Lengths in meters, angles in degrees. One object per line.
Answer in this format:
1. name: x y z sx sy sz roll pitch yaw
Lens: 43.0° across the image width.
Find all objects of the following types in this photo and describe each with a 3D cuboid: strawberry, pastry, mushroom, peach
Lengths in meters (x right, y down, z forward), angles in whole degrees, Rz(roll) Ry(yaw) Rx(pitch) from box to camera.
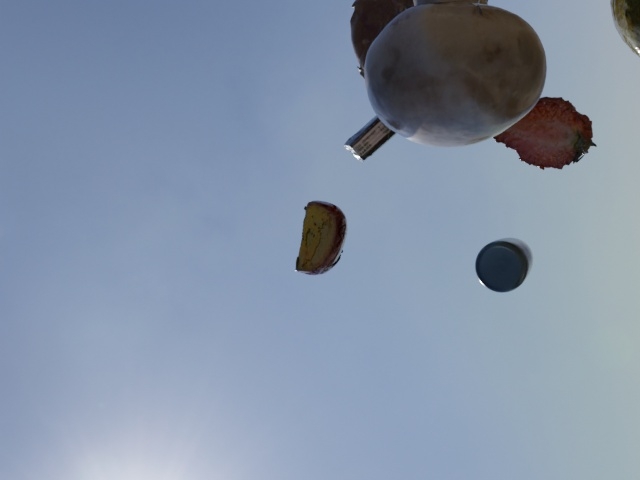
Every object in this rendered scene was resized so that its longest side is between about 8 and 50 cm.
1. strawberry: 0.531 -0.253 1.916 0.236 0.175 0.106 44 -167 26
2. pastry: 0.217 -0.455 1.717 0.184 0.315 0.284 -9 -103 -51
3. mushroom: 0.217 -0.304 1.323 0.297 0.297 0.290 28 -119 -56
4. peach: 0.006 0.000 1.697 0.127 0.092 0.172 86 -167 -52

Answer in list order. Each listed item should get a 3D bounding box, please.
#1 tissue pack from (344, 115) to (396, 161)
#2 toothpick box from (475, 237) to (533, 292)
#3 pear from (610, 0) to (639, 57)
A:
1. tissue pack: 0.169 -0.298 2.061 0.073 0.235 0.173 47 -176 -6
2. toothpick box: 0.442 0.052 1.921 0.184 0.120 0.120 -14 -90 -66
3. pear: 0.553 -0.376 1.224 0.188 0.228 0.211 -52 -54 -35
